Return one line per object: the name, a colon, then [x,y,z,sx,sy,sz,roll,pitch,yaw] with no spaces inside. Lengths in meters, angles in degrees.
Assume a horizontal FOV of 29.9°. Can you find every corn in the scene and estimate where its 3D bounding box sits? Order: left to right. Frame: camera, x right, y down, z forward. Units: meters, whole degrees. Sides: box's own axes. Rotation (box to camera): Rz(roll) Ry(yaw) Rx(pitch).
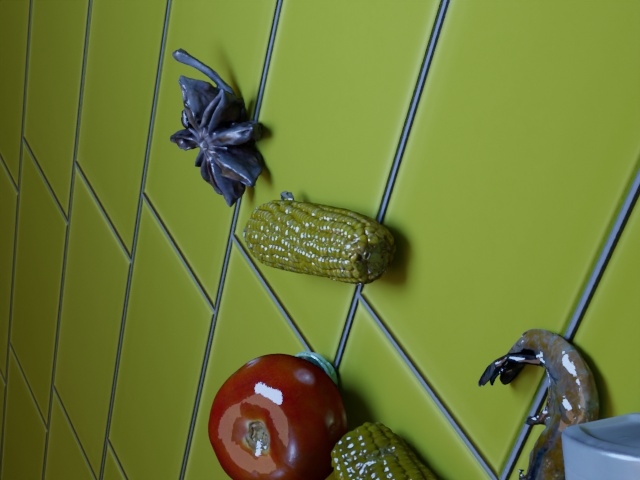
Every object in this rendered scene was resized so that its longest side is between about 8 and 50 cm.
corn: [0.000,0.000,1.530,0.293,0.106,0.106,12,109,56]
corn: [0.125,0.342,1.385,0.363,0.120,0.120,49,139,49]

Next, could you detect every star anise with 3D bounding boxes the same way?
star anise: [-0.149,-0.164,1.751,0.209,0.089,0.231,17,119,45]

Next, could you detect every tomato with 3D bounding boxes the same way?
tomato: [-0.051,0.241,1.568,0.195,0.136,0.195,5,99,31]

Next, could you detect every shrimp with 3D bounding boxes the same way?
shrimp: [0.217,0.194,1.241,0.152,0.046,0.219,41,129,48]

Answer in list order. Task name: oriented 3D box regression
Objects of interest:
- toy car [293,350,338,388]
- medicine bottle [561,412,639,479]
toy car: [-0.020,0.240,1.665,0.093,0.058,0.186,27,111,31]
medicine bottle: [0.301,0.325,1.054,0.179,0.124,0.324,-178,81,-70]
